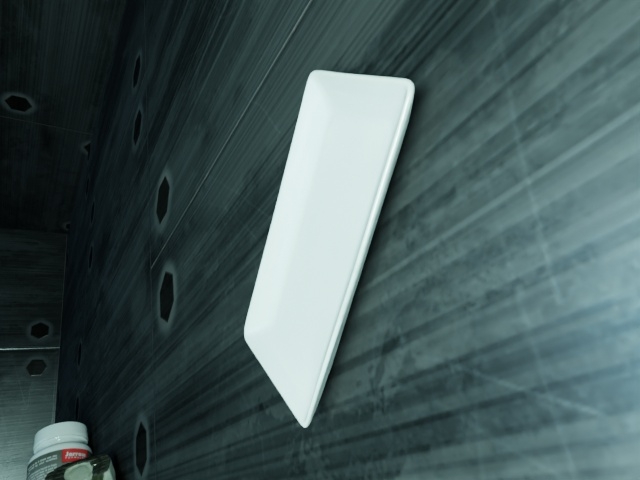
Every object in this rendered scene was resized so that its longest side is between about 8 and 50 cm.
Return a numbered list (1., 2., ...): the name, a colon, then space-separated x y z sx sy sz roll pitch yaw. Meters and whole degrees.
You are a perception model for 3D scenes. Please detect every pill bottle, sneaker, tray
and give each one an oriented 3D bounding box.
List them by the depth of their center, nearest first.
1. tray: 0.000 0.000 0.386 0.145 0.030 0.271 36 114 53
2. sneaker: -0.428 0.574 0.879 0.410 0.158 0.182 5 107 60
3. pill bottle: -0.706 0.657 1.239 0.161 0.161 0.283 -59 40 33
